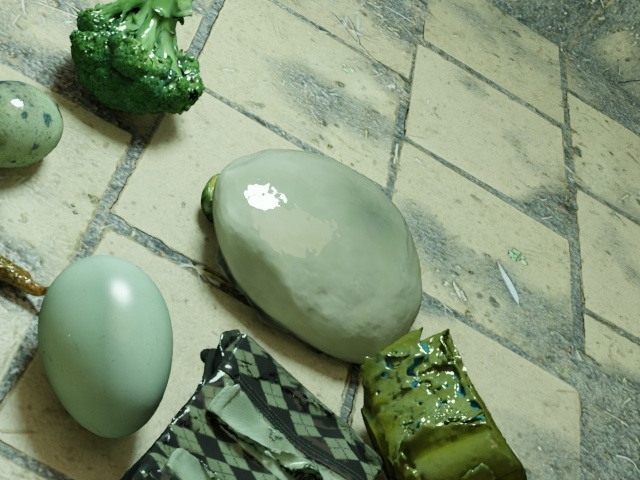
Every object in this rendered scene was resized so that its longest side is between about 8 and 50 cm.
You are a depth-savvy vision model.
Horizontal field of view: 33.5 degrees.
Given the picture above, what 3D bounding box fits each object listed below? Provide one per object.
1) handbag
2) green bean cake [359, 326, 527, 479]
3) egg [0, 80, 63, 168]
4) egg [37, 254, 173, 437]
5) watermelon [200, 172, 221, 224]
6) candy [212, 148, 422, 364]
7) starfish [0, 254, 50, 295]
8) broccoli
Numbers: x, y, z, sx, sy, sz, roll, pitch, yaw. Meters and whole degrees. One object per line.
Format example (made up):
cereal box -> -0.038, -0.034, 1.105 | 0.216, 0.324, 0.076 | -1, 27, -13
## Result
handbag -> -0.111, 0.330, 1.394 | 0.317, 0.180, 0.416 | 51, 33, -7
green bean cake -> 0.168, 0.286, 1.646 | 0.310, 0.202, 0.285 | 64, 4, 31
egg -> -0.490, -0.185, 1.699 | 0.141, 0.141, 0.181 | 51, 29, 18
egg -> -0.293, 0.143, 1.464 | 0.182, 0.183, 0.264 | 7, 53, -35
watermelon -> -0.174, -0.064, 1.891 | 0.105, 0.062, 0.106 | 30, 47, -39
candy -> 0.000, 0.000, 1.858 | 0.426, 0.186, 0.386 | 26, 43, -24
starfish -> -0.565, 0.014, 1.460 | 0.301, 0.084, 0.293 | 48, 36, 8
broccoli -> -0.320, -0.356, 1.933 | 0.270, 0.270, 0.270 | 32, 11, -7
